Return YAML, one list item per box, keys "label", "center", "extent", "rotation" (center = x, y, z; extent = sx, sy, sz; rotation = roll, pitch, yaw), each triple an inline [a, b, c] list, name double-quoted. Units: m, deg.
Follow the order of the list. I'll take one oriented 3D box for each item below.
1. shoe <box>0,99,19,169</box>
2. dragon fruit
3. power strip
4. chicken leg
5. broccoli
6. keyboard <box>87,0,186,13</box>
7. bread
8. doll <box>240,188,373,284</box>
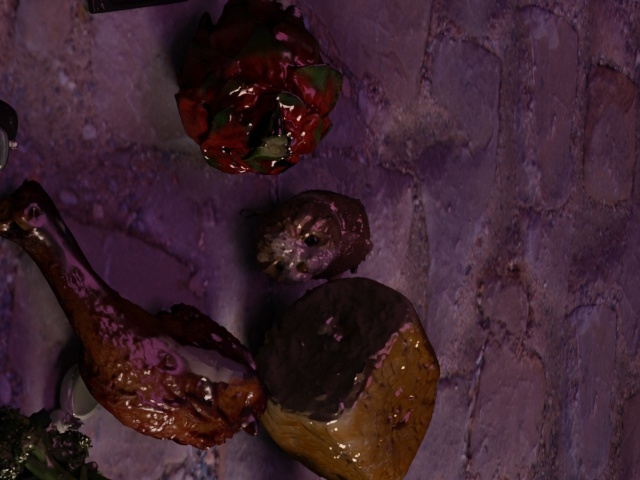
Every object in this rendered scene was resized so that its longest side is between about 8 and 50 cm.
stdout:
- label: "shoe"
  center: [-0.288, -0.074, 1.049]
  extent: [0.169, 0.099, 0.071]
  rotation: [-36, 120, -52]
- label: "dragon fruit"
  center: [-0.064, -0.157, 1.339]
  extent: [0.189, 0.182, 0.182]
  rotation: [-53, 135, -29]
- label: "power strip"
  center: [-0.225, 0.149, 1.226]
  extent: [0.083, 0.035, 0.055]
  rotation: [-62, 140, -37]
- label: "chicken leg"
  center: [-0.167, 0.095, 1.243]
  extent: [0.407, 0.095, 0.158]
  rotation: [45, 34, -43]
- label: "broccoli"
  center: [-0.252, 0.229, 1.090]
  extent: [0.195, 0.156, 0.196]
  rotation: [-178, -90, -89]
- label: "keyboard"
  center: [-0.180, -0.257, 1.287]
  extent: [0.155, 0.010, 0.053]
  rotation: [-23, 111, -55]
- label: "bread"
  center: [0.022, 0.154, 1.482]
  extent: [0.196, 0.176, 0.246]
  rotation: [-59, 149, -23]
- label: "doll"
  center: [0.005, -0.005, 1.503]
  extent: [0.115, 0.105, 0.221]
  rotation: [52, 26, 22]
